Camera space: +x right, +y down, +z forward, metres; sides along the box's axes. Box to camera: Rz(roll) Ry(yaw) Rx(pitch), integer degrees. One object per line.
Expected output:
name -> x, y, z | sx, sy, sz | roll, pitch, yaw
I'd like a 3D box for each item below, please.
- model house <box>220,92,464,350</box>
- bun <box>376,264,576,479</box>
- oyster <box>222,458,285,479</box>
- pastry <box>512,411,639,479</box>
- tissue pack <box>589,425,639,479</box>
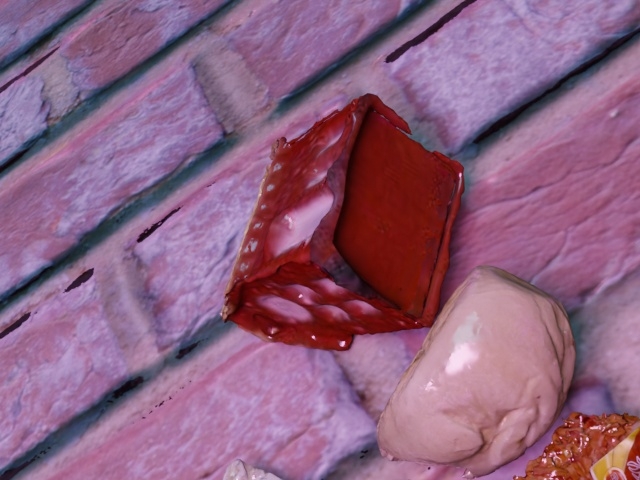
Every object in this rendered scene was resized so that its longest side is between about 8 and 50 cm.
model house -> 0.000, 0.000, 0.918 | 0.254, 0.160, 0.196 | -22, 45, 52
bun -> 0.135, 0.124, 0.751 | 0.128, 0.178, 0.193 | 33, 90, 8
oyster -> -0.054, 0.321, 0.742 | 0.199, 0.087, 0.252 | 156, 132, -69
pastry -> 0.195, 0.203, 0.723 | 0.169, 0.087, 0.063 | -51, 36, -9
tissue pack -> 0.283, 0.205, 0.634 | 0.099, 0.106, 0.148 | -58, 38, 37
